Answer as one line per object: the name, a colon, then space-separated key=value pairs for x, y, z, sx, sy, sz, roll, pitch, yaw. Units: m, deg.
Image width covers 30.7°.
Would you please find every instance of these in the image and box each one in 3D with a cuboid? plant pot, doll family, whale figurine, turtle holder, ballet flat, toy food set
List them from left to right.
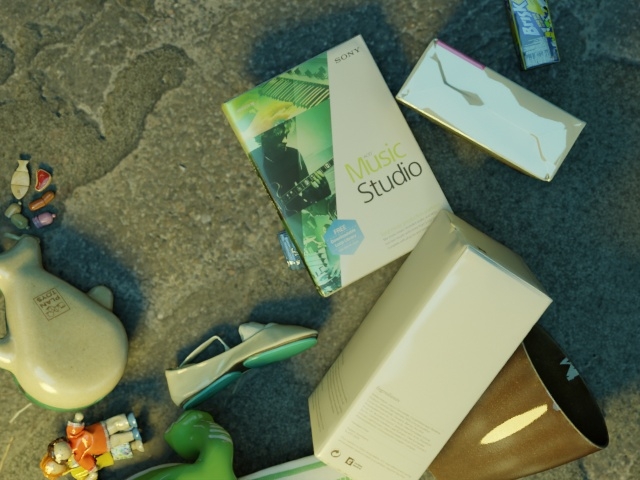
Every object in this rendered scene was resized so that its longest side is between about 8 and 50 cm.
toy food set: x=-0.442 y=-0.058 z=1.790 sx=0.078 sy=0.019 sz=0.122 roll=14 pitch=88 yaw=2
whale figurine: x=-0.410 y=0.132 z=1.747 sx=0.216 sy=0.141 sz=0.272 roll=-32 pitch=81 yaw=-33
doll family: x=-0.339 y=0.378 z=1.784 sx=0.163 sy=0.118 sz=0.262 roll=-18 pitch=98 yaw=-13
turtle holder: x=-0.220 y=0.411 z=1.632 sx=0.243 sy=0.227 sz=0.320 roll=-7 pitch=85 yaw=-36
ballet flat: x=-0.125 y=0.170 z=1.766 sx=0.249 sy=0.086 sz=0.086 roll=-28 pitch=93 yaw=6
plant pot: x=0.262 y=0.265 z=1.700 sx=0.230 sy=0.215 sz=0.215 roll=-37 pitch=92 yaw=20

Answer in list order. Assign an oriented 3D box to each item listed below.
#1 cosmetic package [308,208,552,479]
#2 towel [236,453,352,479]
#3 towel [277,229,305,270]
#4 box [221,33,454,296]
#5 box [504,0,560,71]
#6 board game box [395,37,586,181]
cosmetic package: x=0.143 y=0.158 z=1.648 sx=0.155 sy=0.197 sz=0.365 roll=33 pitch=104 yaw=-12
towel: x=0.021 y=0.478 z=1.729 sx=0.248 sy=0.038 sz=0.324 roll=-13 pitch=81 yaw=-26
towel: x=0.000 y=0.000 z=1.763 sx=0.120 sy=0.029 sz=0.067 roll=-19 pitch=95 yaw=5
box: x=0.029 y=-0.110 z=1.713 sx=0.232 sy=0.058 sz=0.322 roll=-29 pitch=92 yaw=-9
box: x=0.302 y=-0.335 z=1.700 sx=0.054 sy=0.059 sz=0.168 roll=-13 pitch=94 yaw=3
board game box: x=0.222 y=-0.177 z=1.596 sx=0.224 sy=0.303 sz=0.097 roll=30 pitch=96 yaw=0
